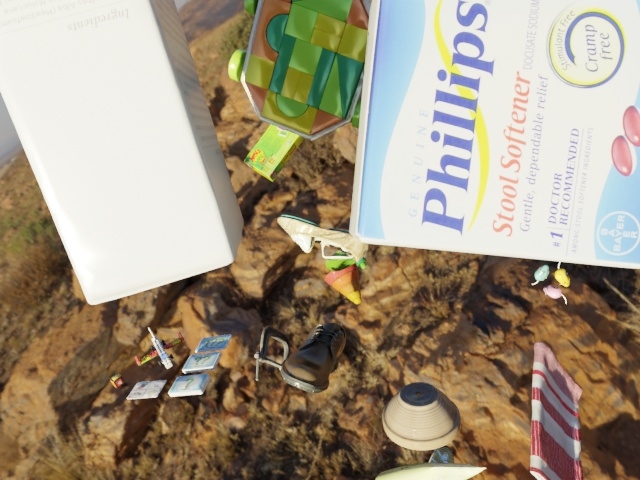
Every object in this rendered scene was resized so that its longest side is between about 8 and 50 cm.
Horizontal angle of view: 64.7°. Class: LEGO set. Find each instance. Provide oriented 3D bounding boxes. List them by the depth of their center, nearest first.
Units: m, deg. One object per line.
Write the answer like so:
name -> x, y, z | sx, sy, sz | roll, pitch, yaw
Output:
LEGO set -> -0.336, 0.260, 1.099 | 0.244, 0.060, 0.182 | -10, 27, 18

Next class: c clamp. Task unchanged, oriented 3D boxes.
c clamp -> -0.118, 0.285, 1.256 | 0.022, 0.161, 0.137 | -11, 66, 24

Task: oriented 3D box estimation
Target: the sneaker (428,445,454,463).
sneaker -> 0.338, 0.707, 1.490 | 0.081, 0.080, 0.211 | 107, 179, -80

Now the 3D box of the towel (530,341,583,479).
towel -> 0.580, 0.447, 1.234 | 0.037, 0.237, 0.329 | -20, 36, 41

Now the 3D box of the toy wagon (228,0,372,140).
toy wagon -> -0.010, -0.356, 0.867 | 0.068, 0.267, 0.344 | -50, -18, -63

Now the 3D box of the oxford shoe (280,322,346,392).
oxford shoe -> -0.007, 0.183, 0.838 | 0.227, 0.083, 0.096 | -25, -45, -78

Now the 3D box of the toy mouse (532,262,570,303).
toy mouse -> 0.758, 0.141, 1.683 | 0.031, 0.161, 0.143 | -23, 4, -34

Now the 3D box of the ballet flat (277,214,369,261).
ballet flat -> 0.000, 0.000, 1.075 | 0.206, 0.073, 0.067 | 14, 78, 9

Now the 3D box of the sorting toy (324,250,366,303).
sorting toy -> 0.096, 0.100, 1.512 | 0.127, 0.365, 0.126 | -26, 70, -12

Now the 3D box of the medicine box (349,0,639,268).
medicine box -> 0.187, -0.118, 0.545 | 0.289, 0.263, 0.149 | 5, 4, -1

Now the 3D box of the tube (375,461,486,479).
tube -> 0.169, 0.400, 0.847 | 0.070, 0.062, 0.240 | -33, -14, -36

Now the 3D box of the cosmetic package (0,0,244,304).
cosmetic package -> -0.229, -0.188, 0.561 | 0.162, 0.453, 0.230 | -17, 13, -2

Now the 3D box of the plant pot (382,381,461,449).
plant pot -> 0.302, 0.511, 1.538 | 0.237, 0.109, 0.237 | -9, 20, 3

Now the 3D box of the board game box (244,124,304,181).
board game box -> -0.123, -0.268, 1.429 | 0.092, 0.043, 0.181 | 33, 84, 17
